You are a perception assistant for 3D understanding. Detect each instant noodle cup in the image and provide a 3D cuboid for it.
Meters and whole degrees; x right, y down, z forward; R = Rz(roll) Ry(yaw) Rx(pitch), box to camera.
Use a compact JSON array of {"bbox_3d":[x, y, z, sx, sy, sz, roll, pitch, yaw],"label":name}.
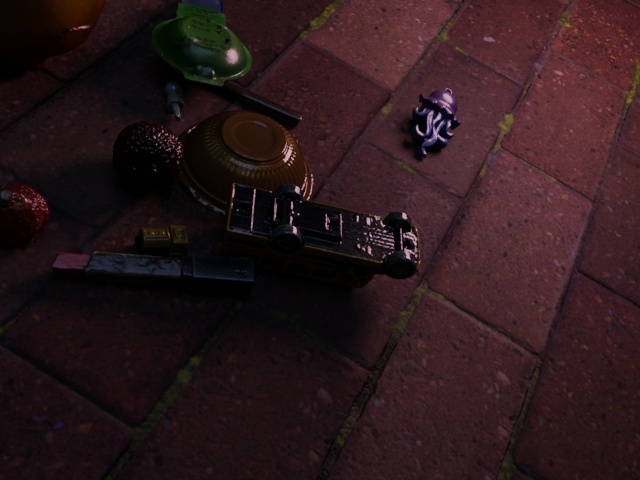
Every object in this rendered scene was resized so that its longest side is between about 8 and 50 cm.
[{"bbox_3d":[-0.130,-0.162,1.521,0.274,0.090,0.274,12,48,-13],"label":"instant noodle cup"}]

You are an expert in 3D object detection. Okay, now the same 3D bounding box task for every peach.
[{"bbox_3d":[-0.547,-0.484,1.454,0.373,0.290,0.372,5,81,-37],"label":"peach"}]

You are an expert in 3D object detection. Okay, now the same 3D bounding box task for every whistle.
[{"bbox_3d":[-0.279,-0.267,1.585,0.035,0.035,0.100,1,52,-22],"label":"whistle"}]

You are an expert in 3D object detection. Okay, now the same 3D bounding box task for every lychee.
[{"bbox_3d":[-0.298,-0.149,1.418,0.123,0.123,0.129,-16,54,-33],"label":"lychee"}]

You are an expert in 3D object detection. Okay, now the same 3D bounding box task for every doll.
[{"bbox_3d":[0.245,-0.257,1.784,0.110,0.067,0.206,35,56,-11],"label":"doll"}]

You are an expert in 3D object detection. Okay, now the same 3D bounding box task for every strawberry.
[{"bbox_3d":[-0.468,-0.047,1.275,0.106,0.106,0.106,12,48,-14],"label":"strawberry"}]

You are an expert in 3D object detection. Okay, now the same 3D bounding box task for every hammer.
[{"bbox_3d":[-0.174,-0.303,1.667,0.297,0.027,0.125,25,46,-3],"label":"hammer"}]

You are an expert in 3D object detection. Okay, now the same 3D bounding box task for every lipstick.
[{"bbox_3d":[-0.262,0.048,1.314,0.312,0.051,0.051,5,52,-17],"label":"lipstick"}]

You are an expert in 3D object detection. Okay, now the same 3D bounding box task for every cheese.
[{"bbox_3d":[-0.236,-0.408,1.663,0.204,0.083,0.320,10,42,-18],"label":"cheese"}]

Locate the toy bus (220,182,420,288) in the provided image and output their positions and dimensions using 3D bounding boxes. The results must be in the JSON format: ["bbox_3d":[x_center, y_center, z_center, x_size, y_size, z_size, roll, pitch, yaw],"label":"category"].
[{"bbox_3d":[0.000,0.000,1.414,0.336,0.123,0.121,13,46,-13],"label":"toy bus"}]

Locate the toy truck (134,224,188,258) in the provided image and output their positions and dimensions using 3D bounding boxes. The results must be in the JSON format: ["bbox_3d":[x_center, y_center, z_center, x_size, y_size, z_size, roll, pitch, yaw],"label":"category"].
[{"bbox_3d":[-0.255,0.003,1.350,0.083,0.054,0.049,-1,52,-25],"label":"toy truck"}]
